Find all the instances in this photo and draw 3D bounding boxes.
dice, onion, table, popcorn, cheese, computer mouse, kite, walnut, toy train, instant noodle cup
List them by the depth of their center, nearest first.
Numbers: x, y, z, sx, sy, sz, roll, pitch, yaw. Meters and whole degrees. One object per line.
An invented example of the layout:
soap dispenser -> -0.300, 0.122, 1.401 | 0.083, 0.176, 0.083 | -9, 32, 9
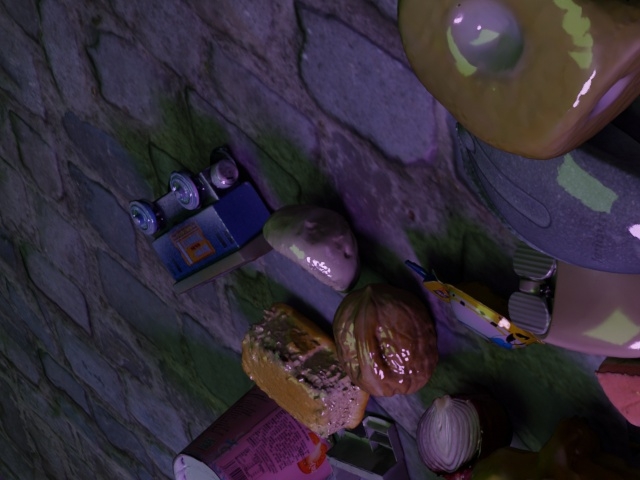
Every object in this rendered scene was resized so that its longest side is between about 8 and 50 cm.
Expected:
dice -> 0.241, -0.246, 1.229 | 0.238, 0.233, 0.227 | 46, 143, 14
computer mouse -> 0.266, -0.082, 1.397 | 0.374, 0.114, 0.203 | 38, 154, 37
computer mouse -> 0.333, 0.067, 1.466 | 0.236, 0.082, 0.145 | 12, 98, 45
popcorn -> 0.329, 0.411, 1.574 | 0.326, 0.321, 0.290 | 63, 152, 25
kite -> 0.438, 0.257, 1.592 | 0.090, 0.004, 0.122 | 48, 148, 15
cheese -> 0.214, 0.089, 1.659 | 0.156, 0.064, 0.250 | 37, 177, -41
onion -> 0.231, 0.303, 1.794 | 0.206, 0.098, 0.151 | -30, 68, 62
walnut -> 0.097, 0.147, 1.794 | 0.155, 0.155, 0.184 | 5, 118, 49
toy train -> -0.202, -0.029, 2.035 | 0.202, 0.131, 0.299 | 58, 146, -5
table -> 0.081, 0.387, 2.086 | 0.146, 0.062, 0.175 | 11, 128, 47
instant noodle cup -> -0.126, 0.414, 2.211 | 0.243, 0.231, 0.243 | 31, 139, 31

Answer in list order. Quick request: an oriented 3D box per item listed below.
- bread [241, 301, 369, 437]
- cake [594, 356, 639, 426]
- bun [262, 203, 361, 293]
bread -> -0.027, 0.225, 2.033 | 0.245, 0.121, 0.174 | 34, 147, 25
cake -> 0.449, 0.166, 1.413 | 0.225, 0.109, 0.090 | -5, 113, 53
bun -> 0.000, 0.000, 1.826 | 0.183, 0.102, 0.183 | 37, -178, -1
